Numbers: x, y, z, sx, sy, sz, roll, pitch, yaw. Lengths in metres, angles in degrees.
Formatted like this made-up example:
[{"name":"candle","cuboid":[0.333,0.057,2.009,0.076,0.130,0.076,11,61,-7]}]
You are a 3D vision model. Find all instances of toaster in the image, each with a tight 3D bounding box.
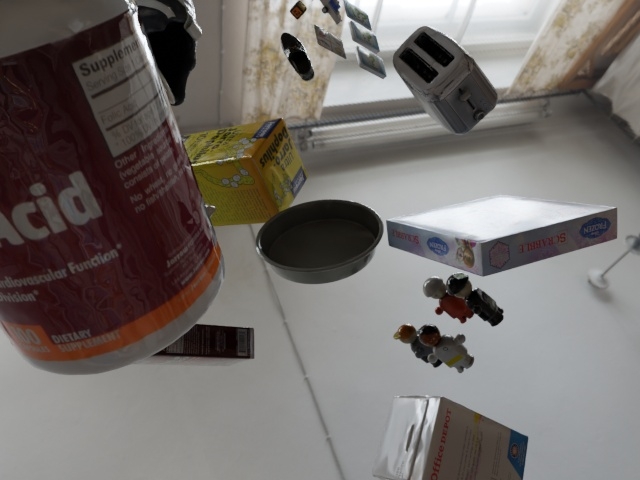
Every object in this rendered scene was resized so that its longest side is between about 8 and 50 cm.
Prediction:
[{"name":"toaster","cuboid":[0.241,-0.329,1.059,0.146,0.129,0.227,30,-156,-50]}]

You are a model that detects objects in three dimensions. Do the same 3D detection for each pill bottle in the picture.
[{"name":"pill bottle","cuboid":[-0.239,-0.094,0.454,0.224,0.392,0.224,-9,-146,6]}]

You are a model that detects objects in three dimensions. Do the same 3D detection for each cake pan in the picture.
[{"name":"cake pan","cuboid":[0.000,0.000,1.208,0.293,0.054,0.293,-6,-146,4]}]

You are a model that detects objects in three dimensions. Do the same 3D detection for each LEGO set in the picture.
[{"name":"LEGO set","cuboid":[0.040,-0.435,1.017,0.244,0.060,0.182,11,-121,-41]}]

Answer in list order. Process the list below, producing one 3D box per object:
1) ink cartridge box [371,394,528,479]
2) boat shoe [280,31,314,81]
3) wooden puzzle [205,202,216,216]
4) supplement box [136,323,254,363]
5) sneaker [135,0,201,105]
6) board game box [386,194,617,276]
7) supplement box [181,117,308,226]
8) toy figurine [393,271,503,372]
[{"name":"ink cartridge box","cuboid":[0.256,0.428,1.045,0.232,0.168,0.171,29,-116,-17]},{"name":"boat shoe","cuboid":[-0.055,-0.433,1.226,0.049,0.042,0.133,-29,-102,7]},{"name":"wooden puzzle","cuboid":[-0.300,0.010,0.957,0.221,0.044,0.238,-53,-146,-13]},{"name":"supplement box","cuboid":[-0.275,0.224,1.126,0.239,0.130,0.073,12,-115,-35]},{"name":"sneaker","cuboid":[-0.224,-0.184,0.575,0.235,0.094,0.153,-35,-125,-1]},{"name":"board game box","cuboid":[0.349,-0.024,1.066,0.318,0.066,0.318,-13,-166,-20]},{"name":"supplement box","cuboid":[-0.249,-0.172,1.406,0.356,0.195,0.194,-3,-140,27]},{"name":"toy figurine","cuboid":[0.289,0.186,1.227,0.148,0.213,0.209,40,-101,-7]}]
